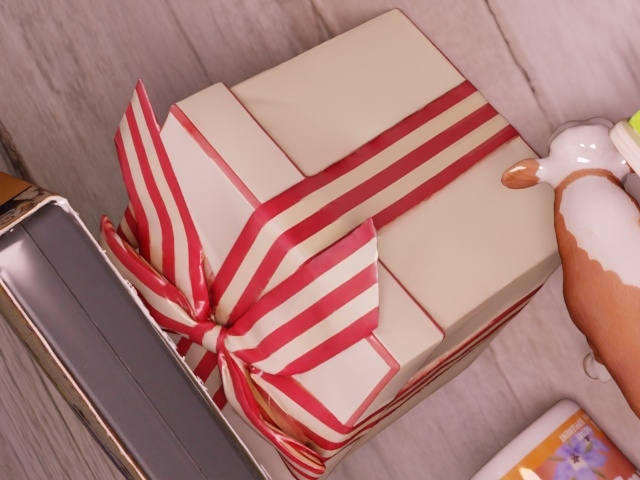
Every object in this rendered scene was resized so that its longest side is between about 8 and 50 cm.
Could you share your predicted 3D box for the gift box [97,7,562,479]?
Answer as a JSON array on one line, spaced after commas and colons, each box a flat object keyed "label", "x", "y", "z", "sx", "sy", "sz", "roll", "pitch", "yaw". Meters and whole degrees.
[{"label": "gift box", "x": 0.000, "y": 0.000, "z": 0.987, "sx": 0.255, "sy": 0.258, "sz": 0.276, "roll": 45, "pitch": 141, "yaw": 17}]

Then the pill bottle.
[{"label": "pill bottle", "x": 0.208, "y": 0.231, "z": 1.025, "sx": 0.216, "sy": 0.121, "sz": 0.121, "roll": 48, "pitch": 141, "yaw": 12}]

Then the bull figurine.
[{"label": "bull figurine", "x": 0.220, "y": 0.062, "z": 0.861, "sx": 0.310, "sy": 0.101, "sz": 0.188, "roll": 60, "pitch": 180, "yaw": 38}]

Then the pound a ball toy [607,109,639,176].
[{"label": "pound a ball toy", "x": 0.340, "y": -0.009, "z": 0.738, "sx": 0.208, "sy": 0.135, "sz": 0.319, "roll": -45, "pitch": 78, "yaw": 26}]

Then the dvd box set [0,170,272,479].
[{"label": "dvd box set", "x": -0.159, "y": 0.088, "z": 1.008, "sx": 0.308, "sy": 0.062, "sz": 0.420, "roll": 56, "pitch": 166, "yaw": -16}]
